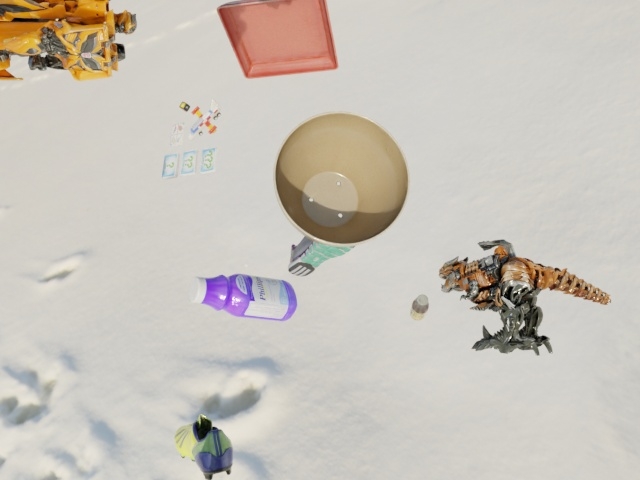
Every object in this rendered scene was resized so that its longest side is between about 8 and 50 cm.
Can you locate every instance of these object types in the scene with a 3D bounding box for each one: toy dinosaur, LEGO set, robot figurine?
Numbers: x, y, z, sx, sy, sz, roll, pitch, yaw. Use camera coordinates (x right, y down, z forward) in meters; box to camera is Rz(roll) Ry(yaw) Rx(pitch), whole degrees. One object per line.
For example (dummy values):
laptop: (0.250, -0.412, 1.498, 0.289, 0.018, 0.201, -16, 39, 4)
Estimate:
toy dinosaur: (0.372, 0.106, 1.097, 0.322, 0.164, 0.219, 175, 99, -65)
LEGO set: (-0.380, -0.307, 1.641, 0.182, 0.060, 0.245, -5, 69, 23)
robot figurine: (-0.370, -0.254, 0.672, 0.290, 0.211, 0.085, -4, 74, -17)

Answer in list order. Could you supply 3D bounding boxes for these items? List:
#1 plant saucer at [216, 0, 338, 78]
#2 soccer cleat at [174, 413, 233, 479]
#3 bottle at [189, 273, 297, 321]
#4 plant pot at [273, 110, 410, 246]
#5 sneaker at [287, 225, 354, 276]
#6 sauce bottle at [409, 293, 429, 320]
plant saucer: (-0.097, -0.515, 1.410, 0.258, 0.258, 0.048, -4, 66, 8)
soccer cleat: (-0.270, 0.451, 1.301, 0.093, 0.121, 0.289, -6, -1, -28)
bottle: (-0.201, 0.145, 1.488, 0.092, 0.282, 0.118, -56, 38, 30)
plant pot: (0.033, -0.114, 1.242, 0.284, 0.284, 0.191, -40, -3, -12)
sneaker: (0.000, 0.000, 1.395, 0.223, 0.083, 0.098, -31, 48, 30)
sauce bottle: (0.235, 0.157, 1.338, 0.042, 0.128, 0.042, -2, 68, 6)
